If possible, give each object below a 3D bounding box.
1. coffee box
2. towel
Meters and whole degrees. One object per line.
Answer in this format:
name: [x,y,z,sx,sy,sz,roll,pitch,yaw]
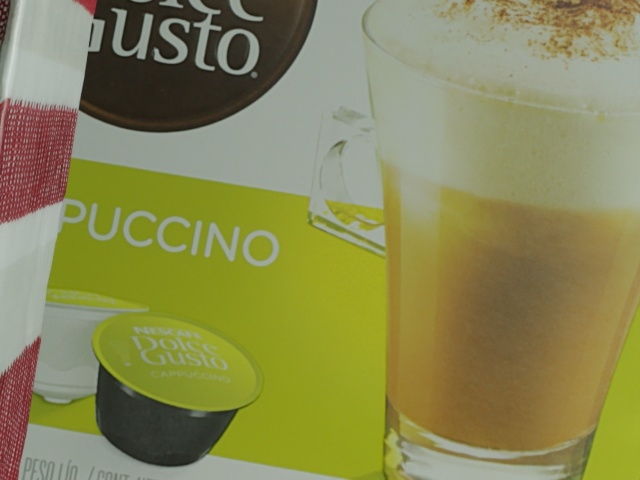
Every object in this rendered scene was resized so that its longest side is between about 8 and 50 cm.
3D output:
coffee box: [0.000,0.000,0.999,0.338,0.337,0.334,85,15,-81]
towel: [-0.106,-0.010,0.615,0.237,0.037,0.329,-118,-143,-87]
